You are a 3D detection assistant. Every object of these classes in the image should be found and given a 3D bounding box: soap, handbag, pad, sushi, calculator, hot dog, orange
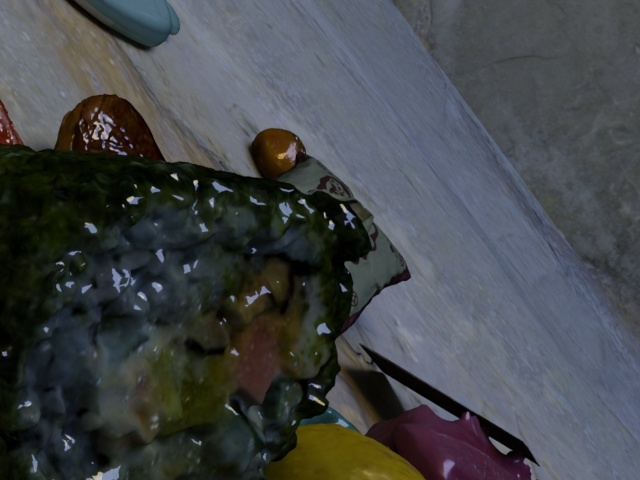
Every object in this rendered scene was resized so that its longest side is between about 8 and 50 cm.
[{"bbox_3d":[0.178,0.323,2.128,0.325,0.127,0.220,39,23,-40],"label":"soap"},{"bbox_3d":[0.000,0.000,2.260,0.213,0.127,0.235,54,30,0],"label":"handbag"},{"bbox_3d":[0.157,0.199,2.252,0.235,0.003,0.158,30,-8,20],"label":"pad"},{"bbox_3d":[-0.145,0.080,1.393,0.178,0.294,0.352,15,9,42],"label":"sushi"},{"bbox_3d":[-0.261,-0.327,2.293,0.295,0.042,0.184,22,38,-59],"label":"calculator"},{"bbox_3d":[-0.188,-0.033,1.856,0.227,0.099,0.160,60,18,12],"label":"hot dog"},{"bbox_3d":[-0.051,-0.111,2.424,0.086,0.062,0.086,46,19,-20],"label":"orange"}]

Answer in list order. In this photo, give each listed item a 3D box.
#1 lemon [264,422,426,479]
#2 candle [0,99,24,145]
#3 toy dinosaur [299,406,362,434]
[{"bbox_3d":[-0.001,0.286,1.533,0.253,0.253,0.310,28,30,-56],"label":"lemon"},{"bbox_3d":[-0.355,-0.190,1.795,0.051,0.048,0.329,-1,58,-54],"label":"candle"},{"bbox_3d":[-0.091,0.132,1.834,0.331,0.129,0.383,14,40,-56],"label":"toy dinosaur"}]
